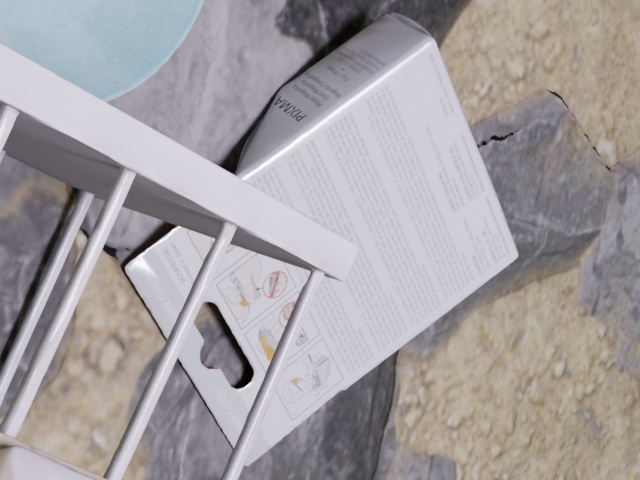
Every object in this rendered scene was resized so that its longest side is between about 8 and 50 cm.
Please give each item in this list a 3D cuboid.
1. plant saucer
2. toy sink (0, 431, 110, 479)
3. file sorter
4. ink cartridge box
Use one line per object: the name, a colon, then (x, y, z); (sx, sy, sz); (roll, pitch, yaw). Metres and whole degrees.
plant saucer: (-0.130, -0.163, 0.755); (0.195, 0.037, 0.195); (-18, 115, -44)
toy sink: (-0.134, 0.150, 0.549); (0.234, 0.131, 0.153); (-30, 146, 17)
file sorter: (-0.162, 0.013, 0.659); (0.277, 0.193, 0.173); (28, 83, -48)
ink cartridge box: (0.000, 0.000, 0.954); (0.232, 0.066, 0.189); (-34, 128, -10)
